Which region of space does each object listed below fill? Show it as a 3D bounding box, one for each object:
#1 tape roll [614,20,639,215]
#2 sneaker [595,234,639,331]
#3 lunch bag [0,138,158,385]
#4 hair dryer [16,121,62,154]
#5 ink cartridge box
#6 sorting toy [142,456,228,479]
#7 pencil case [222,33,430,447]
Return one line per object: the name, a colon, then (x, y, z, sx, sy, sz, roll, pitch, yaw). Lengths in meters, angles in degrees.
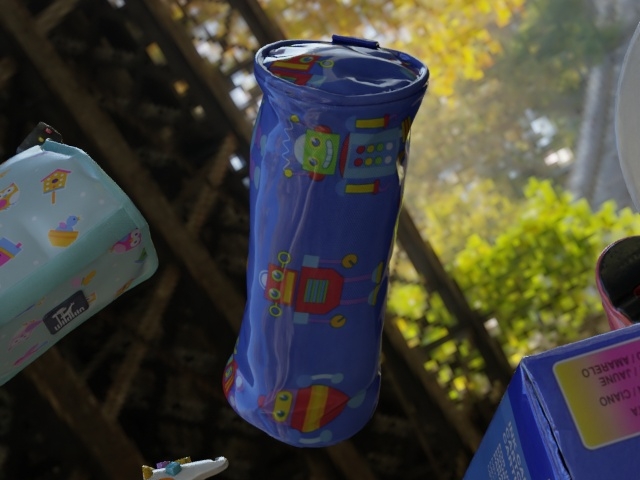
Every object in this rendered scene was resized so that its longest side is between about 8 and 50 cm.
tape roll: (0.447, -0.104, 1.314, 0.392, 0.392, 0.072, 57, -149, -12)
sneaker: (0.385, 0.137, 1.528, 0.314, 0.116, 0.136, 57, 171, 25)
lunch bag: (-0.286, 0.022, 1.504, 0.160, 0.223, 0.262, 59, 166, -21)
hair dryer: (-0.342, 0.034, 1.760, 0.223, 0.080, 0.293, 87, -153, -56)
ink cartridge box: (0.237, 0.135, 0.887, 0.395, 0.270, 0.151, 98, 155, -69)
sorting toy: (-0.120, 0.215, 1.418, 0.083, 0.075, 0.045, 95, 155, -79)
pencil case: (0.000, 0.000, 1.111, 0.133, 0.119, 0.306, -74, -7, -58)
